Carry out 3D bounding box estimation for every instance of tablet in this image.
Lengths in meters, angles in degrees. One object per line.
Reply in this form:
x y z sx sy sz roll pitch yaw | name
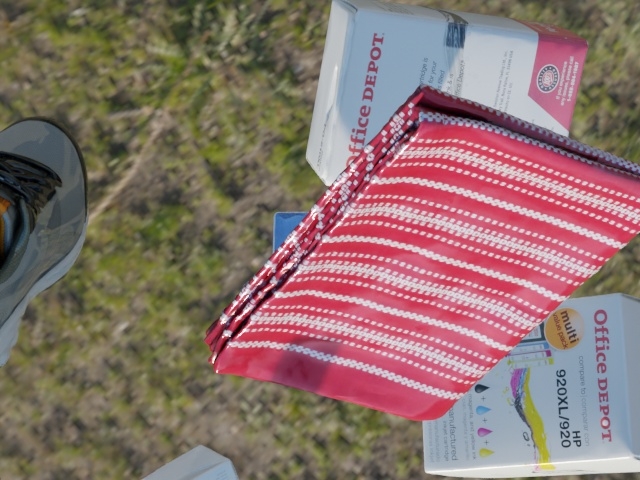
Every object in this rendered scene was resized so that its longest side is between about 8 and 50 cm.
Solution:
0.000 0.000 1.352 0.083 0.054 0.006 0 159 2 | tablet

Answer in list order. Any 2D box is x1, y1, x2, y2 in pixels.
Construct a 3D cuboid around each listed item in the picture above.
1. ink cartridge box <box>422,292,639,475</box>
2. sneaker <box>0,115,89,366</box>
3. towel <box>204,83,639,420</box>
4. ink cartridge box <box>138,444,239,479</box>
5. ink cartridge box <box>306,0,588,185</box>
0.245 0.158 1.631 0.232 0.168 0.171 -9 76 30 | ink cartridge box
-0.216 -0.011 1.064 0.100 0.271 0.108 20 126 -4 | sneaker
0.070 0.023 0.990 0.199 0.031 0.275 17 135 -26 | towel
-0.107 0.301 1.399 0.067 0.115 0.198 10 123 60 | ink cartridge box
0.118 -0.134 1.503 0.237 0.100 0.172 6 107 -16 | ink cartridge box
